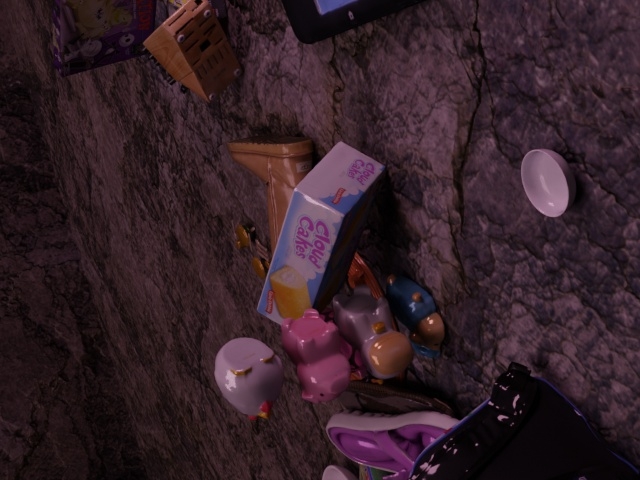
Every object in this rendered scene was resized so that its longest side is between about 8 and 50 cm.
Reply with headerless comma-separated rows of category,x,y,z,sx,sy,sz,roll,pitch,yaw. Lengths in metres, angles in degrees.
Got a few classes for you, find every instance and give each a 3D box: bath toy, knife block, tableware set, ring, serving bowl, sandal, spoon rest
bath toy,0.013,0.176,1.675,0.151,0.348,0.129,46,148,49
knife block,-0.264,-0.366,2.025,0.242,0.088,0.275,36,166,31
tableware set,-0.127,0.024,2.247,0.154,0.024,0.104,37,144,48
ring,0.042,0.146,1.980,0.336,0.032,0.336,47,149,40
serving bowl,0.272,-0.070,1.318,0.083,0.027,0.083,45,146,41
sandal,0.139,0.354,1.778,0.169,0.102,0.416,46,155,-18
spoon rest,0.041,0.559,2.259,0.137,0.084,0.276,48,150,38

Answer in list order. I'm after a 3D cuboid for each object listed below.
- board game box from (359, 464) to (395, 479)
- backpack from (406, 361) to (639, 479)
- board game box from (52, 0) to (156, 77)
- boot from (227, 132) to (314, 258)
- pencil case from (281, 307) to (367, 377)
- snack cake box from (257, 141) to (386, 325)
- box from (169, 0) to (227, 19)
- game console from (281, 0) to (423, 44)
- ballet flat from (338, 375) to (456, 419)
board game box,0.125,0.524,1.959,0.213,0.046,0.317,88,170,-47
backpack,0.242,0.333,1.427,0.276,0.263,0.213,44,147,41
board game box,-0.428,-0.476,2.234,0.056,0.208,0.346,55,153,22
boot,-0.076,-0.045,1.953,0.236,0.089,0.269,16,116,60
pencil case,0.011,0.168,1.920,0.098,0.095,0.209,60,162,-21
snack cake box,0.000,0.000,1.725,0.089,0.152,0.264,30,133,13
box,-0.236,-0.519,1.994,0.159,0.044,0.233,36,140,50
game console,-0.002,-0.457,1.537,0.386,0.060,0.341,0,109,65
ballet flat,0.129,0.263,1.838,0.250,0.058,0.084,3,127,49
